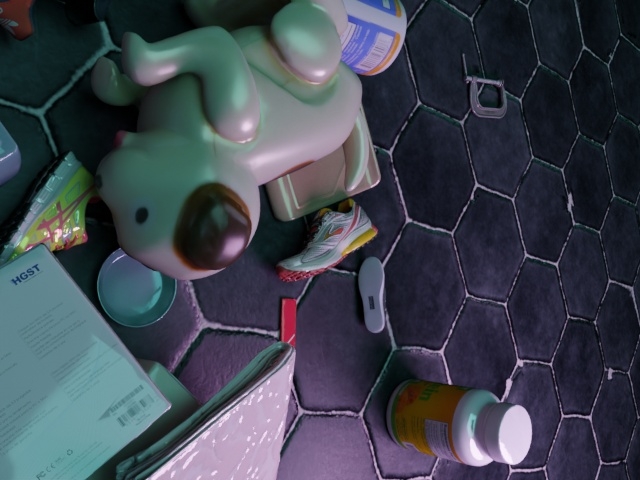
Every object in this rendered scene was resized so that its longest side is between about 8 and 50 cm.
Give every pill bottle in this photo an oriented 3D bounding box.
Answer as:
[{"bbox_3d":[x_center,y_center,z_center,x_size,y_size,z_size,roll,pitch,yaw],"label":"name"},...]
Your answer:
[{"bbox_3d":[0.003,-0.380,1.103,0.272,0.152,0.152,5,84,-40],"label":"pill bottle"},{"bbox_3d":[0.254,0.337,1.210,0.136,0.246,0.136,3,85,-41],"label":"pill bottle"}]

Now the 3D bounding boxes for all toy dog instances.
[{"bbox_3d":[-0.137,-0.136,0.902,0.395,0.285,0.407,52,58,-35],"label":"toy dog"}]

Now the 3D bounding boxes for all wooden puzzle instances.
[{"bbox_3d":[-0.013,-0.169,1.153,0.239,0.044,0.220,-23,102,-34],"label":"wooden puzzle"}]

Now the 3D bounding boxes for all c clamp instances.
[{"bbox_3d":[0.384,-0.351,1.514,0.161,0.022,0.137,2,86,-40],"label":"c clamp"}]

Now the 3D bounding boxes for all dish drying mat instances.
[{"bbox_3d":[-0.054,0.141,1.114,0.032,0.008,0.083,6,83,-39],"label":"dish drying mat"}]

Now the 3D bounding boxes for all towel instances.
[{"bbox_3d":[-0.148,0.333,0.860,0.317,0.053,0.331,-30,138,-53],"label":"towel"}]

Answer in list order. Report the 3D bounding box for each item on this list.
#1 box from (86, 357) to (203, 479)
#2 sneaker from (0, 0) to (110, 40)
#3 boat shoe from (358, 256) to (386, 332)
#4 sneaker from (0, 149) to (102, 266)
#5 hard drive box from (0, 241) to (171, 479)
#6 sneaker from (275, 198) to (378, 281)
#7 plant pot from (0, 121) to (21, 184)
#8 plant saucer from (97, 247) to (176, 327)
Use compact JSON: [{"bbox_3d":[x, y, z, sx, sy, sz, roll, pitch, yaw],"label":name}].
[{"bbox_3d":[-0.293,0.301,0.811,0.121,0.148,0.311,53,55,-24],"label":"box"},{"bbox_3d":[-0.298,-0.379,0.873,0.350,0.131,0.148,-40,120,-29],"label":"sneaker"},{"bbox_3d":[0.100,0.102,1.230,0.040,0.049,0.142,13,74,-73],"label":"boat shoe"},{"bbox_3d":[-0.343,-0.011,0.829,0.094,0.082,0.208,44,60,-32],"label":"sneaker"},{"bbox_3d":[-0.308,0.150,0.703,0.181,0.089,0.232,-38,93,-32],"label":"hard drive box"},{"bbox_3d":[0.000,0.000,1.132,0.225,0.088,0.092,-34,97,-42],"label":"sneaker"},{"bbox_3d":[-0.418,-0.092,0.669,0.165,0.234,0.165,-44,115,-34],"label":"plant pot"},{"bbox_3d":[-0.263,0.063,0.931,0.119,0.021,0.119,2,86,-41],"label":"plant saucer"}]
